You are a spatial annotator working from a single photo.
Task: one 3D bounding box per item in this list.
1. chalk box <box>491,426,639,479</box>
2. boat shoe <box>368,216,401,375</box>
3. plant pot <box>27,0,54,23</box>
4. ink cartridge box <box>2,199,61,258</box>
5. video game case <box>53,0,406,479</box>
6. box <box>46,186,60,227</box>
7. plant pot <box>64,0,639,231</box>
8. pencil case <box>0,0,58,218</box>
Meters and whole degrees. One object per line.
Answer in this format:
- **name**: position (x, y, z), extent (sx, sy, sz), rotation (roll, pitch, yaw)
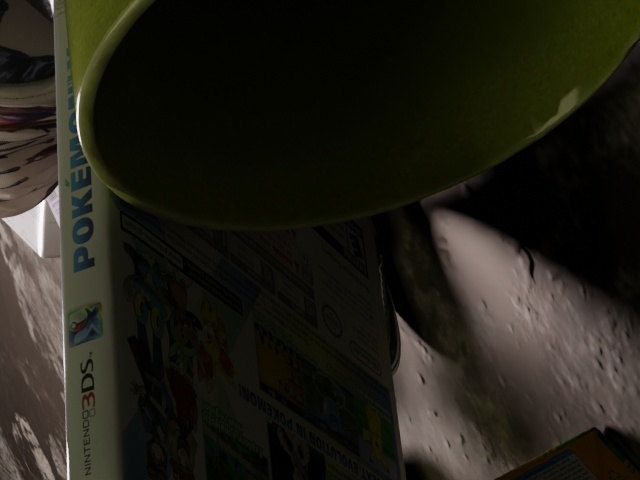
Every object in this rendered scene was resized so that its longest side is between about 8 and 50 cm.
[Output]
- **chalk box**: position (0.146, 0.246, 1.039), extent (0.132, 0.132, 0.213), rotation (48, 150, 35)
- **boat shoe**: position (0.000, 0.000, 1.178), extent (0.219, 0.078, 0.070), rotation (65, 158, 4)
- **plant pot**: position (-0.122, -0.237, 1.027), extent (0.188, 0.187, 0.167), rotation (97, 152, -51)
- **ink cartridge box**: position (-0.299, -0.117, 1.765), extent (0.181, 0.056, 0.224), rotation (37, 126, 48)
- **video game case**: position (-0.038, 0.054, 0.931), extent (0.329, 0.036, 0.300), rotation (42, -145, -53)
- **box**: position (-0.182, -0.069, 1.517), extent (0.067, 0.063, 0.324), rotation (64, 157, -1)
- **plant pot**: position (-0.017, -0.200, 0.829), extent (0.274, 0.275, 0.293), rotation (108, 147, -58)
- **pencil case**: position (-0.257, -0.127, 1.294), extent (0.159, 0.184, 0.410), rotation (68, 162, 6)
